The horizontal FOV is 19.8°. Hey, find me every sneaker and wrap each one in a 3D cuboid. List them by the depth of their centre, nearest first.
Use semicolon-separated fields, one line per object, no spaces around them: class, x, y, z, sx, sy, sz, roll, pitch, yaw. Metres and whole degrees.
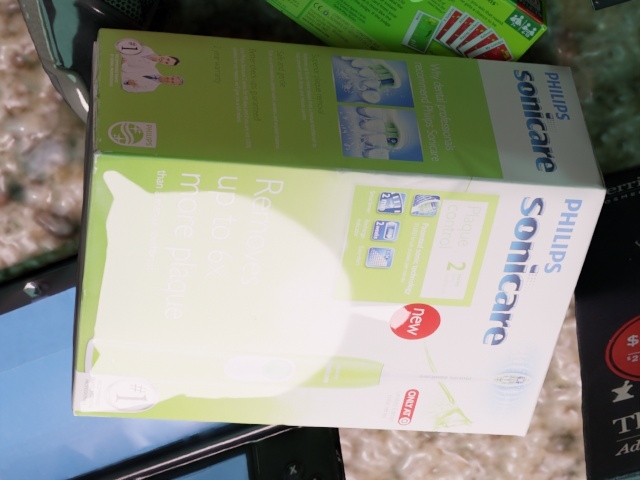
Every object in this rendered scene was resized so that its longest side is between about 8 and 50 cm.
sneaker;-0.110;-0.158;1.075;0.130;0.087;0.228;-12;113;19

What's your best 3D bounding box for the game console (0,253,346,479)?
game console;-0.146;0.162;1.224;0.293;0.250;0.173;-21;143;17

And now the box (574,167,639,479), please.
box;0.327;0.070;1.036;0.343;0.312;0.179;-16;117;13

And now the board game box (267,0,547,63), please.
board game box;0.036;-0.154;1.088;0.181;0.043;0.092;35;117;-15

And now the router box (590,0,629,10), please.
router box;0.258;-0.283;0.969;0.308;0.081;0.243;-14;117;14

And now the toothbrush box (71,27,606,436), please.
toothbrush box;0.000;0.000;1.082;0.283;0.122;0.206;3;132;-10
